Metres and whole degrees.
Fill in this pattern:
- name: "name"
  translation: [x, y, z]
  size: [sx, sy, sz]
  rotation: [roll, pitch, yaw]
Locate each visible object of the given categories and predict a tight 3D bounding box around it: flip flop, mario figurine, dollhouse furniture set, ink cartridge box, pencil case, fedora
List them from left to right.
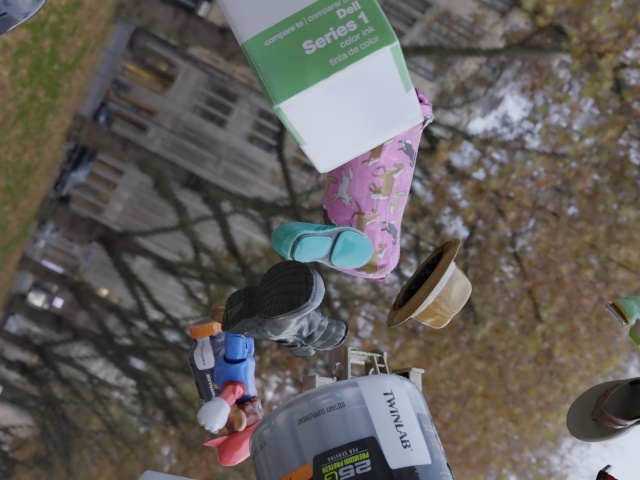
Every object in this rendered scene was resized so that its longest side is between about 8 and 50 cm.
- name: "mario figurine"
  translation: [-0.198, 0.288, 2.215]
  size: [0.170, 0.198, 0.321]
  rotation: [-7, -98, 44]
- name: "ink cartridge box"
  translation: [-0.029, -0.225, 0.981]
  size: [0.117, 0.278, 0.201]
  rotation: [-28, 164, 5]
- name: "dollhouse furniture set"
  translation: [0.084, 0.247, 2.185]
  size: [0.161, 0.182, 0.101]
  rotation: [-16, -111, 45]
- name: "pencil case"
  translation: [0.101, -0.119, 2.169]
  size: [0.167, 0.160, 0.386]
  rotation: [25, -71, 39]
- name: "fedora"
  translation: [0.186, 0.084, 1.772]
  size: [0.194, 0.079, 0.194]
  rotation: [-51, -176, 4]
- name: "flip flop"
  translation: [0.564, 0.302, 2.034]
  size: [0.277, 0.080, 0.112]
  rotation: [-20, -119, 45]
- name: "dollhouse furniture set"
  translation: [0.586, 0.138, 1.992]
  size: [0.152, 0.076, 0.059]
  rotation: [55, -30, 41]

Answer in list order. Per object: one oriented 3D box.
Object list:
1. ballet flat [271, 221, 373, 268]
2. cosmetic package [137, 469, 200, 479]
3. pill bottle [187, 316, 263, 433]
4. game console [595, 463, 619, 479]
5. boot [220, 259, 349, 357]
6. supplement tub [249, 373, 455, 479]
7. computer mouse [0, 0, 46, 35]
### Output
- name: "ballet flat"
  translation: [0.000, 0.000, 2.023]
  size: [0.087, 0.247, 0.083]
  rotation: [33, -74, 34]
- name: "cosmetic package"
  translation: [-0.090, 0.496, 1.529]
  size: [0.097, 0.377, 0.284]
  rotation: [-53, 152, -78]
- name: "pill bottle"
  translation: [-0.219, 0.293, 2.465]
  size: [0.130, 0.130, 0.246]
  rotation: [-155, -131, -79]
- name: "game console"
  translation: [0.528, 0.497, 2.025]
  size: [0.124, 0.085, 0.144]
  rotation: [3, 107, -65]
- name: "boot"
  translation: [-0.021, 0.104, 1.597]
  size: [0.246, 0.161, 0.083]
  rotation: [-25, -130, 54]
- name: "supplement tub"
  translation: [0.059, 0.308, 1.087]
  size: [0.193, 0.193, 0.316]
  rotation: [-52, -131, 45]
- name: "computer mouse"
  translation: [-0.524, -0.355, 1.729]
  size: [0.272, 0.188, 0.072]
  rotation: [-30, -121, 15]
